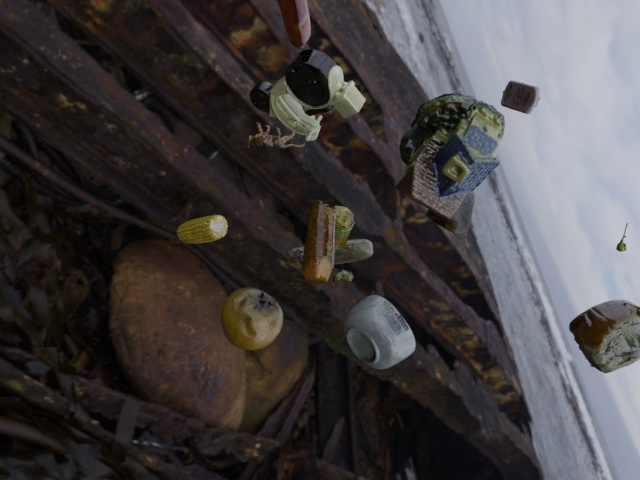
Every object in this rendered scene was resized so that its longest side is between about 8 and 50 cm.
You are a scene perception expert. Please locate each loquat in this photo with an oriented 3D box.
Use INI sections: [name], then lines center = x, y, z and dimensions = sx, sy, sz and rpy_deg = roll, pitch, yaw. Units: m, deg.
[loquat]
center = -0.224, 0.255, 1.531
dimensions = 0.213, 0.213, 0.213
rpy_deg = 47, 31, -41

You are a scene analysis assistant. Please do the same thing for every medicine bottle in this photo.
[medicine bottle]
center = 0.076, -0.055, 2.007
dimensions = 0.239, 0.124, 0.124
rpy_deg = 104, -22, -64

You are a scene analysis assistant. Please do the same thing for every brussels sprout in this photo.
[brussels sprout]
center = 0.085, 0.140, 1.794
dimensions = 0.083, 0.046, 0.051
rpy_deg = -3, 46, -27

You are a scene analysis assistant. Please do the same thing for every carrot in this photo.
[carrot]
center = 0.000, 0.000, 1.644
dimensions = 0.114, 0.114, 0.301
rpy_deg = 33, 58, -55

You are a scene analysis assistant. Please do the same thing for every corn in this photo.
[corn]
center = -0.370, -0.032, 1.438
dimensions = 0.081, 0.248, 0.081
rpy_deg = 5, 83, -40

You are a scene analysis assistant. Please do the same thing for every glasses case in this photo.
[glasses case]
center = 0.044, 0.066, 2.253
dimensions = 0.156, 0.425, 0.098
rpy_deg = 66, 18, -64

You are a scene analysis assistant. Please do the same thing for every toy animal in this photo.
[toy animal]
center = -0.189, -0.437, 2.025
dimensions = 0.114, 0.255, 0.116
rpy_deg = -124, -134, -70

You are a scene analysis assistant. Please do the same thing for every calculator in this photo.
[calculator]
center = 0.735, -0.530, 1.700
dimensions = 0.032, 0.100, 0.175
rpy_deg = 2, 26, -26

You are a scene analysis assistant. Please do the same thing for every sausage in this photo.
[sausage]
center = -0.084, -0.730, 1.433
dimensions = 0.300, 0.083, 0.089
rpy_deg = 74, 29, -65

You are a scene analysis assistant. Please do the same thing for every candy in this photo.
[candy]
center = 1.194, -0.012, 1.812
dimensions = 0.035, 0.035, 0.123
rpy_deg = -38, 132, -59

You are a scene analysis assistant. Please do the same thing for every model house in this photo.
[model house]
center = 0.359, -0.239, 1.366
dimensions = 0.261, 0.321, 0.266
rpy_deg = 31, 49, -4

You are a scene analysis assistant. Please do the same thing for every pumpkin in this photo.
[pumpkin]
center = 0.542, -0.146, 1.920
dimensions = 0.312, 0.148, 0.169
rpy_deg = -90, -162, -72

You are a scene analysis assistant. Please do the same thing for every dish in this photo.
[dish]
center = 0.171, 0.312, 1.495
dimensions = 0.117, 0.256, 0.256
rpy_deg = -30, 100, -34

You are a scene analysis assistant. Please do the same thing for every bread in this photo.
[bread]
center = 1.067, 0.342, 1.681
dimensions = 0.225, 0.250, 0.279
rpy_deg = 61, 14, 7

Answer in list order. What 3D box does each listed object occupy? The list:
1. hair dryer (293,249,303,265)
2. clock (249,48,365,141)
[hair dryer]
center = -0.073, 0.074, 1.692
dimensions = 0.083, 0.026, 0.047
rpy_deg = 65, 9, -2
[clock]
center = -0.054, -0.468, 1.543
dimensions = 0.276, 0.379, 0.120
rpy_deg = 42, 62, -24
